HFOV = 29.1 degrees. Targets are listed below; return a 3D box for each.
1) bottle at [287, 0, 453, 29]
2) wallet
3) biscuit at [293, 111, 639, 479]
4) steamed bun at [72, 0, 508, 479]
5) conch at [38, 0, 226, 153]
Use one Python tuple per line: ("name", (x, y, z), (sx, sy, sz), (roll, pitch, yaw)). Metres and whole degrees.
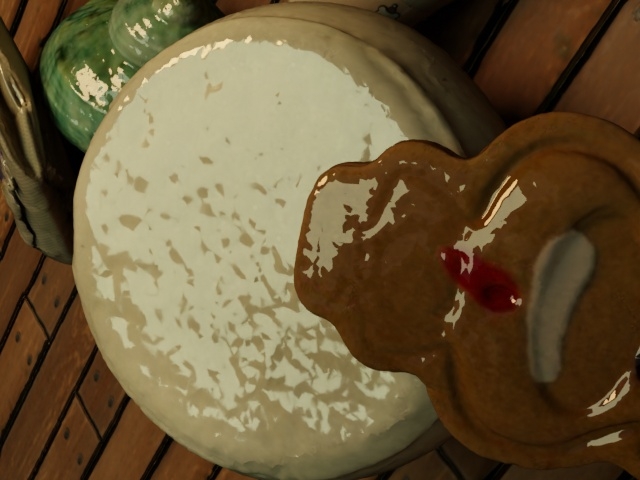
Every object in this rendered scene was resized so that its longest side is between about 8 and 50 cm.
("bottle", (0.056, -0.184, 0.761), (0.152, 0.099, 0.099), (-32, 69, 39))
("wallet", (-0.276, -0.119, 1.053), (0.275, 0.068, 0.335), (58, 166, 20))
("biscuit", (0.132, 0.033, 0.598), (0.295, 0.044, 0.186), (10, 102, 8))
("steamed bun", (0.000, 0.000, 0.748), (0.283, 0.177, 0.283), (3, 98, 23))
("conch", (-0.138, -0.135, 0.952), (0.188, 0.122, 0.176), (-6, 50, 39))
